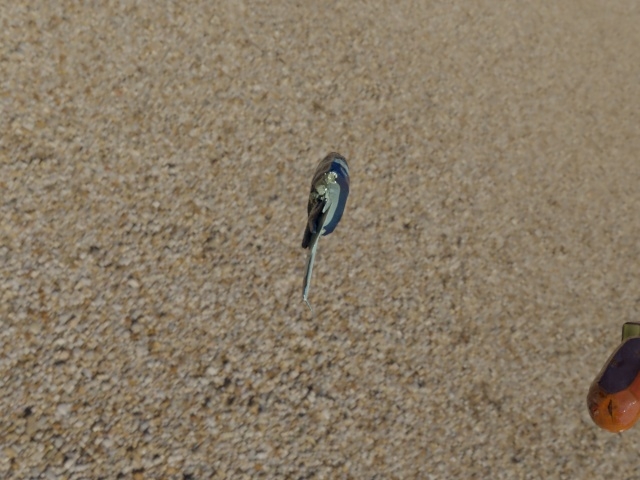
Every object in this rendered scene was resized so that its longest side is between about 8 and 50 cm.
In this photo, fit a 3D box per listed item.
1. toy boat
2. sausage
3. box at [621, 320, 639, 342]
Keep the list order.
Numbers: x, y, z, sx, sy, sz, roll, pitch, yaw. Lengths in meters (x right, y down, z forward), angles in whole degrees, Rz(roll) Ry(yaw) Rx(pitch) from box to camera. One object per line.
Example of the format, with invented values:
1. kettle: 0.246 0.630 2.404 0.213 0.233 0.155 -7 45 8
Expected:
1. toy boat: 0.004 -0.027 1.387 0.070 0.210 0.292 10 38 1
2. sausage: 0.682 0.317 1.786 0.133 0.133 0.258 45 60 -1
3. box: 0.838 0.261 2.035 0.224 0.069 0.120 5 90 -43
